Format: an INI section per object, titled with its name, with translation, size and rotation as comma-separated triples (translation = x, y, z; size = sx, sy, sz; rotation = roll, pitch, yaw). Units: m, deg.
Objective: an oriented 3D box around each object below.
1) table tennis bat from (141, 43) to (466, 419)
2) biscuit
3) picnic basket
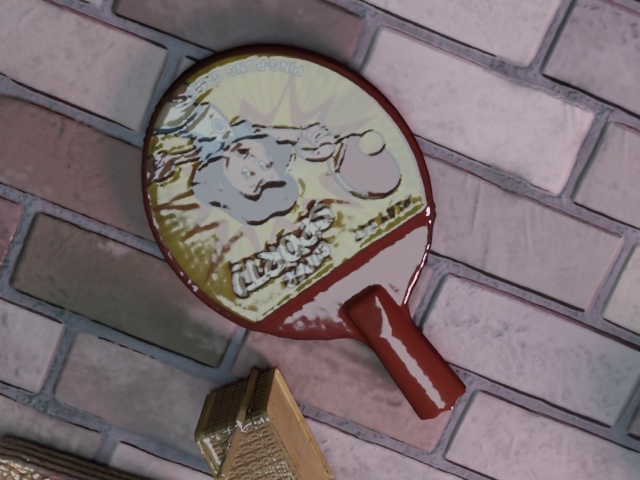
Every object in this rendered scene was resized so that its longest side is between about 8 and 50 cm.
[table tennis bat]
translation = 0.000, 0.000, 1.505
size = 0.268, 0.051, 0.414
rotation = -34, 101, 13
[biscuit]
translation = -0.235, 0.286, 1.604
size = 0.239, 0.062, 0.108
rotation = 18, 110, -2
[picnic basket]
translation = -0.052, 0.218, 1.542
size = 0.079, 0.115, 0.164
rotation = -23, 106, 12
